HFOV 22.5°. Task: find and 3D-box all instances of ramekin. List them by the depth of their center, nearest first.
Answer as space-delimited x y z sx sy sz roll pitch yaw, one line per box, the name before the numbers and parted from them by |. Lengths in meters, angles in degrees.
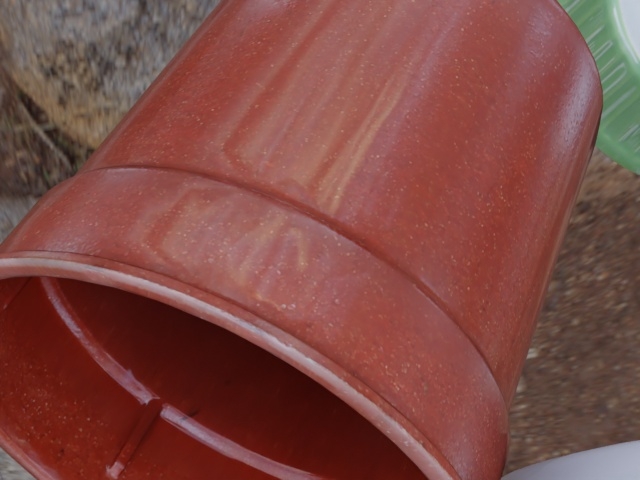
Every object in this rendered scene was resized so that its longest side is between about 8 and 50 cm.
ramekin | 0.395 -0.216 1.624 0.303 0.148 0.303 2 76 -9

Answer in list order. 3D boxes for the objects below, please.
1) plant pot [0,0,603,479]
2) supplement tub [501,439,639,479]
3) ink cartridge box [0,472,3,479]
plant pot | 0.000 0.000 0.773 0.272 0.272 0.265 30 59 -2
supplement tub | 0.226 0.270 0.860 0.235 0.235 0.324 -7 76 -8
ink cartridge box | -0.262 0.194 0.948 0.172 0.100 0.237 -21 86 -9
